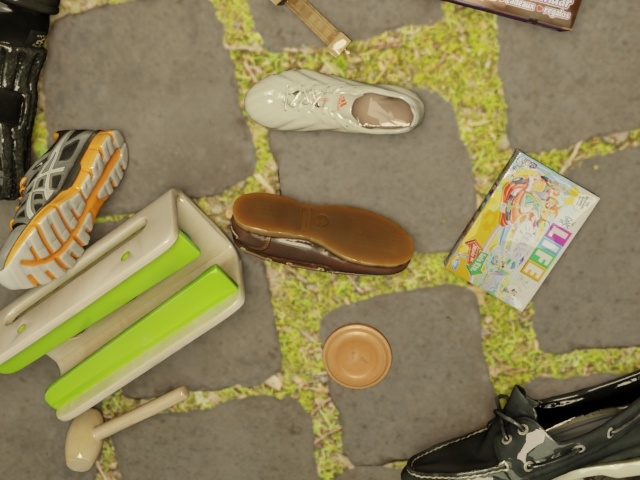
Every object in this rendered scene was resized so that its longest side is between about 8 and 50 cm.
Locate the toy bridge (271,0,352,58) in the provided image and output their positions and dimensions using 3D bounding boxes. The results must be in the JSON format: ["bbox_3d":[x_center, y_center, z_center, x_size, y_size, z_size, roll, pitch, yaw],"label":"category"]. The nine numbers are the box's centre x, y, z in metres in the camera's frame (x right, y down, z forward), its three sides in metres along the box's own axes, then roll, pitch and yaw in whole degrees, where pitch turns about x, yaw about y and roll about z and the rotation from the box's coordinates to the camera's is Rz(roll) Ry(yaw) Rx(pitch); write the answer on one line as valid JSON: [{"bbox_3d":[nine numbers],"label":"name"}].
[{"bbox_3d":[-0.039,-0.259,0.820,0.188,0.063,0.026,41,105,-8],"label":"toy bridge"}]

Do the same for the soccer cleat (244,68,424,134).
[{"bbox_3d":[0.013,-0.145,0.839,0.196,0.076,0.068,4,105,4],"label":"soccer cleat"}]

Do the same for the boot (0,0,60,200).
[{"bbox_3d":[-0.459,-0.203,0.839,0.348,0.131,0.260,20,106,-1],"label":"boot"}]

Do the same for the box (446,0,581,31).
[{"bbox_3d":[0.137,-0.344,0.784,0.293,0.057,0.200,15,105,1],"label":"box"}]

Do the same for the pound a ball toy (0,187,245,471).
[{"bbox_3d":[-0.230,0.105,0.919,0.319,0.135,0.208,-34,125,13],"label":"pound a ball toy"}]

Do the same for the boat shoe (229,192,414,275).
[{"bbox_3d":[0.000,0.000,0.890,0.207,0.073,0.073,16,143,4],"label":"boat shoe"}]

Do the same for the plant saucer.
[{"bbox_3d":[0.044,0.140,0.946,0.084,0.013,0.083,1,106,4],"label":"plant saucer"}]

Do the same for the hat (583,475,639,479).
[{"bbox_3d":[0.452,0.392,0.916,0.331,0.134,0.331,1,106,5],"label":"hat"}]

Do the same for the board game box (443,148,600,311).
[{"bbox_3d":[0.223,-0.010,0.882,0.103,0.026,0.154,29,105,-3],"label":"board game box"}]

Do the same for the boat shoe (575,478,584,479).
[{"bbox_3d":[0.228,0.375,0.951,0.084,0.095,0.258,22,105,-5],"label":"boat shoe"}]

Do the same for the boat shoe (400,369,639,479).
[{"bbox_3d":[0.250,0.214,0.890,0.340,0.127,0.113,-11,103,6],"label":"boat shoe"}]

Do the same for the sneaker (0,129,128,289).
[{"bbox_3d":[-0.291,-0.038,0.854,0.083,0.215,0.084,14,144,15],"label":"sneaker"}]
